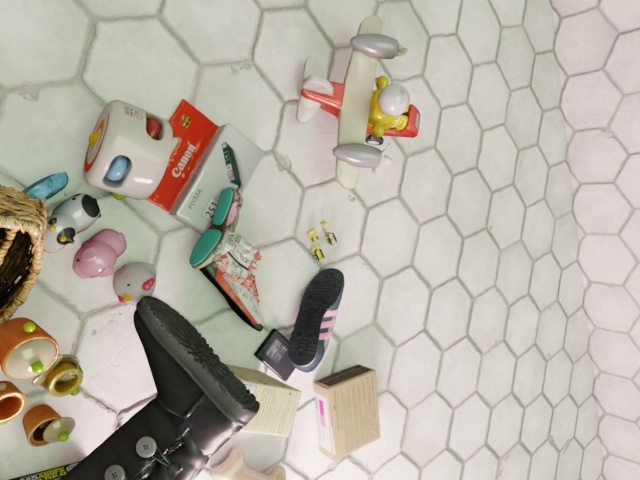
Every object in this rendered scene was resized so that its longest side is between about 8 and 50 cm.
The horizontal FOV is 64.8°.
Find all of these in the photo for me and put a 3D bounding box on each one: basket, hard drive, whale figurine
[{"bbox_3d":[-0.614,0.063,0.871,0.214,0.223,0.299,28,103,-32],"label":"basket"},{"bbox_3d":[-0.117,0.330,1.446,0.135,0.022,0.094,50,65,-28],"label":"hard drive"},{"bbox_3d":[-0.186,0.696,1.371,0.216,0.141,0.272,-40,91,-28],"label":"whale figurine"}]

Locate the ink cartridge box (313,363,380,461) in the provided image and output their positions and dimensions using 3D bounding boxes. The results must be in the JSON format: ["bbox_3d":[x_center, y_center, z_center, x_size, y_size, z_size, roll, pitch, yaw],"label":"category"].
[{"bbox_3d":[0.084,0.529,1.568,0.193,0.088,0.234,-9,99,-35],"label":"ink cartridge box"}]

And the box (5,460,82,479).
[{"bbox_3d":[-0.603,0.637,1.079,0.217,0.060,0.269,-2,94,-37],"label":"box"}]

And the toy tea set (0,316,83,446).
[{"bbox_3d":[-0.556,0.295,0.974,0.200,0.124,0.336,-43,143,-21],"label":"toy tea set"}]

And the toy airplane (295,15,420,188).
[{"bbox_3d":[0.124,-0.395,1.426,0.384,0.273,0.385,-40,115,-28],"label":"toy airplane"}]

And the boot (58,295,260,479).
[{"bbox_3d":[-0.402,0.392,1.062,0.445,0.367,0.146,-47,161,1],"label":"boot"}]

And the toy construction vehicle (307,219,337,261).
[{"bbox_3d":[0.000,0.000,1.511,0.086,0.035,0.098,-32,109,-19],"label":"toy construction vehicle"}]

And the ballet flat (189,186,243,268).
[{"bbox_3d":[-0.242,-0.022,1.236,0.079,0.077,0.221,37,70,-50],"label":"ballet flat"}]

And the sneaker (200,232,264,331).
[{"bbox_3d":[-0.194,0.107,1.333,0.145,0.090,0.270,-45,115,-23],"label":"sneaker"}]

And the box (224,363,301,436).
[{"bbox_3d":[-0.213,0.388,1.258,0.243,0.214,0.117,23,78,-36],"label":"box"}]

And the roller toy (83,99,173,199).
[{"bbox_3d":[-0.419,-0.197,1.082,0.146,0.191,0.209,19,82,-35],"label":"roller toy"}]

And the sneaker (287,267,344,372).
[{"bbox_3d":[-0.007,0.236,1.487,0.131,0.112,0.318,71,38,-56],"label":"sneaker"}]

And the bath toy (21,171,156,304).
[{"bbox_3d":[-0.486,0.015,1.087,0.151,0.129,0.348,-50,120,-24],"label":"bath toy"}]

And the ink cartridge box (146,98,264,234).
[{"bbox_3d":[-0.299,-0.178,1.258,0.239,0.060,0.275,36,72,-34],"label":"ink cartridge box"}]
